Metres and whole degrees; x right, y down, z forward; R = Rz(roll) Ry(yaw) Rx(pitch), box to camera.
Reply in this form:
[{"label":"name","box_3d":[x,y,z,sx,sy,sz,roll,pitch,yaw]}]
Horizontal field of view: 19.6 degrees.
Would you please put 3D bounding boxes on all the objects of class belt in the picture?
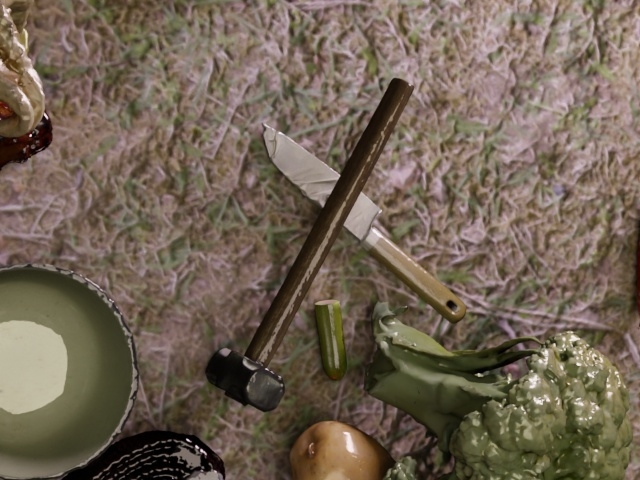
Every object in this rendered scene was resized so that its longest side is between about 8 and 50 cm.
[{"label":"belt","box_3d":[-0.202,0.313,1.808,0.184,0.164,0.289,44,82,-8]}]

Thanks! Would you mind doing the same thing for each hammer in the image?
[{"label":"hammer","box_3d":[0.000,0.000,1.871,0.043,0.111,0.365,31,83,-24]}]

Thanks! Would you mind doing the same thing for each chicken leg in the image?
[{"label":"chicken leg","box_3d":[-0.359,-0.112,1.779,0.205,0.053,0.093,13,106,-14]}]

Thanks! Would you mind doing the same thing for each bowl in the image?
[{"label":"bowl","box_3d":[-0.287,0.119,1.788,0.211,0.112,0.211,-2,97,-16]}]

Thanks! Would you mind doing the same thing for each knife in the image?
[{"label":"knife","box_3d":[0.045,-0.020,1.926,0.298,0.017,0.047,40,84,-12]}]

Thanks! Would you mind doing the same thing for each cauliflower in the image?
[{"label":"cauliflower","box_3d":[0.169,0.208,1.865,0.281,0.327,0.260,5,60,17]}]

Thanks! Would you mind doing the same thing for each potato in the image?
[{"label":"potato","box_3d":[0.033,0.264,1.904,0.109,0.118,0.178,-22,124,28]}]

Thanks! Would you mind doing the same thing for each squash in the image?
[{"label":"squash","box_3d":[0.012,0.104,1.922,0.027,0.027,0.083,-9,99,-16]}]

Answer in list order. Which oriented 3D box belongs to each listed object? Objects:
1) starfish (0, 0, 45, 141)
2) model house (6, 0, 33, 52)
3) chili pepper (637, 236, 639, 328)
[{"label":"starfish","box_3d":[-0.285,-0.334,1.585,0.324,0.082,0.432,-40,86,-20]},{"label":"model house","box_3d":[-0.368,-0.231,1.675,0.234,0.193,0.175,4,65,-22]},{"label":"chili pepper","box_3d":[0.367,0.009,2.021,0.045,0.027,0.178,8,93,-13]}]
